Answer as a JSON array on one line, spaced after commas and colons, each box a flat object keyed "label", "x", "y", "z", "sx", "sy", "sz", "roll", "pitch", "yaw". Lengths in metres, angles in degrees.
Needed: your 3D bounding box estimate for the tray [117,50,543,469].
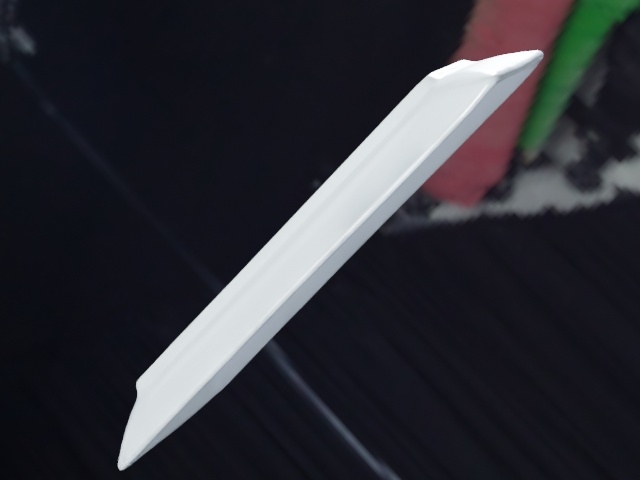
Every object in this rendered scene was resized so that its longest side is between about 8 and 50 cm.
[{"label": "tray", "x": 0.000, "y": 0.000, "z": 0.902, "sx": 0.270, "sy": 0.030, "sz": 0.145, "roll": -46, "pitch": -5, "yaw": 18}]
